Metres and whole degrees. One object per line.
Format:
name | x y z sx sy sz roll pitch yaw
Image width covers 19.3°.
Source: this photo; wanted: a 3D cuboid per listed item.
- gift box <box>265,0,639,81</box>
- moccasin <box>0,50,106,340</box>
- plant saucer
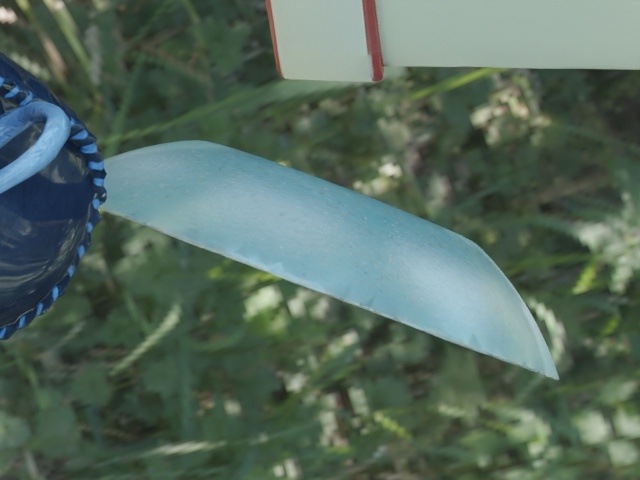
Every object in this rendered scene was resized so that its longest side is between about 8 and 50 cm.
gift box | 0.076 -0.243 0.801 0.255 0.258 0.276 -77 164 -49
moccasin | -0.146 0.006 0.414 0.342 0.117 0.137 -7 113 -61
plant saucer | 0.000 0.000 0.676 0.195 0.195 0.037 22 88 -39
